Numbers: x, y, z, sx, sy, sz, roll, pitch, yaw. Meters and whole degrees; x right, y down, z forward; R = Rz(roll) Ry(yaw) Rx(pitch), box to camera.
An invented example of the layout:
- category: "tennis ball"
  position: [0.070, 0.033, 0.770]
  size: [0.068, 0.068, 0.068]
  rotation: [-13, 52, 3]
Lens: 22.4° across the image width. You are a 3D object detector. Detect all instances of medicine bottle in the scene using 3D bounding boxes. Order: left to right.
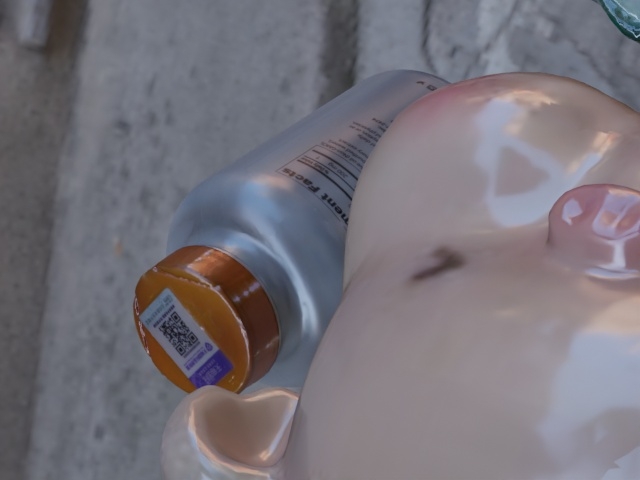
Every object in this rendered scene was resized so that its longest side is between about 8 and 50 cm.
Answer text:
- category: "medicine bottle"
  position: [0.000, 0.000, 1.112]
  size: [0.157, 0.288, 0.157]
  rotation: [20, 126, 30]

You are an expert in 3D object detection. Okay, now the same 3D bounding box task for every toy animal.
- category: "toy animal"
  position: [0.089, 0.039, 0.468]
  size: [0.345, 0.246, 0.278]
  rotation: [15, 95, 61]

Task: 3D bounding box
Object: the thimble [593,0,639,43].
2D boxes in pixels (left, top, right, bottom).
- category: "thimble"
  position: [0.230, -0.223, 0.912]
  size: [0.288, 0.167, 0.254]
  rotation: [53, 164, 6]
